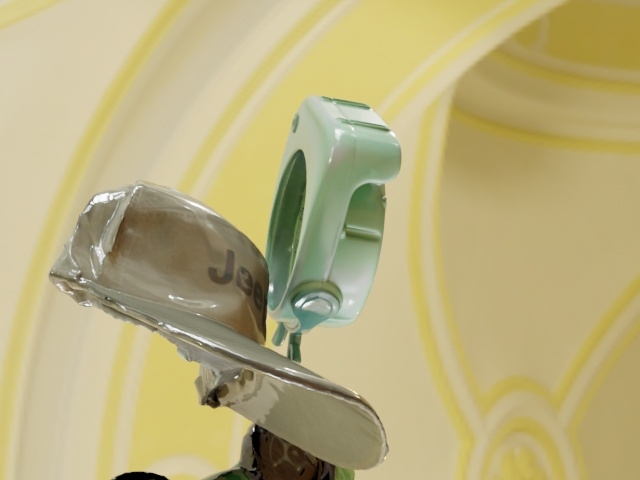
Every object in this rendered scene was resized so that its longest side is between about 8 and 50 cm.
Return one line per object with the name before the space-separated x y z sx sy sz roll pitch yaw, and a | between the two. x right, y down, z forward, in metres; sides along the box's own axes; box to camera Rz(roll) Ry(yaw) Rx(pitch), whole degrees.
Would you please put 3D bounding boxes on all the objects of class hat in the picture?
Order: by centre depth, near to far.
hat | -0.049 0.046 0.962 0.214 0.244 0.149 50 -126 -52

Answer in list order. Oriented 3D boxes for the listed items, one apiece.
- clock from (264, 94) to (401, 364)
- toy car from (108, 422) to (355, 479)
clock | 0.000 0.000 1.083 0.066 0.159 0.211 10 -72 -13
toy car | -0.118 0.274 1.067 0.358 0.213 0.176 -18 -107 -45
